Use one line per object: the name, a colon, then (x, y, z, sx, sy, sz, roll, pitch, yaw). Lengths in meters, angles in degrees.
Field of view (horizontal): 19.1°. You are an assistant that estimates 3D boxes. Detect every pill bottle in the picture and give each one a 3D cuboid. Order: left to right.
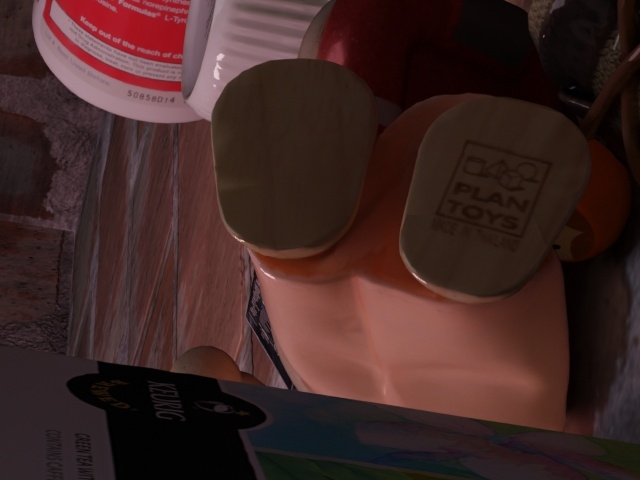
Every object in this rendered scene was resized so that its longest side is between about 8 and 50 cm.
pill bottle: (-0.117, -0.318, 1.691, 0.407, 0.229, 0.229, 112, 163, -46)

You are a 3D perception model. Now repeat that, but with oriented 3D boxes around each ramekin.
ramekin: (-0.044, -0.182, 1.534, 0.207, 0.109, 0.207, -171, 90, -78)

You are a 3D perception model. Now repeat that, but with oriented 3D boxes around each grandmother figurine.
grandmother figurine: (0.050, 0.074, 0.721, 0.104, 0.208, 0.342, -59, -21, -27)

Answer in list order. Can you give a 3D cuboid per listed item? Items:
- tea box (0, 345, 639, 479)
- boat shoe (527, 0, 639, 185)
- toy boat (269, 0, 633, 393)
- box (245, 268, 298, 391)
tea box: (0.004, 0.222, 0.478, 0.220, 0.324, 0.329, -133, 52, -76)
boat shoe: (0.124, -0.056, 0.611, 0.342, 0.123, 0.123, -94, 18, -48)
toy boat: (0.074, -0.013, 0.856, 0.151, 0.151, 0.231, -8, 71, 47)
box: (0.000, 0.000, 1.327, 0.220, 0.051, 0.175, -134, 54, -75)
